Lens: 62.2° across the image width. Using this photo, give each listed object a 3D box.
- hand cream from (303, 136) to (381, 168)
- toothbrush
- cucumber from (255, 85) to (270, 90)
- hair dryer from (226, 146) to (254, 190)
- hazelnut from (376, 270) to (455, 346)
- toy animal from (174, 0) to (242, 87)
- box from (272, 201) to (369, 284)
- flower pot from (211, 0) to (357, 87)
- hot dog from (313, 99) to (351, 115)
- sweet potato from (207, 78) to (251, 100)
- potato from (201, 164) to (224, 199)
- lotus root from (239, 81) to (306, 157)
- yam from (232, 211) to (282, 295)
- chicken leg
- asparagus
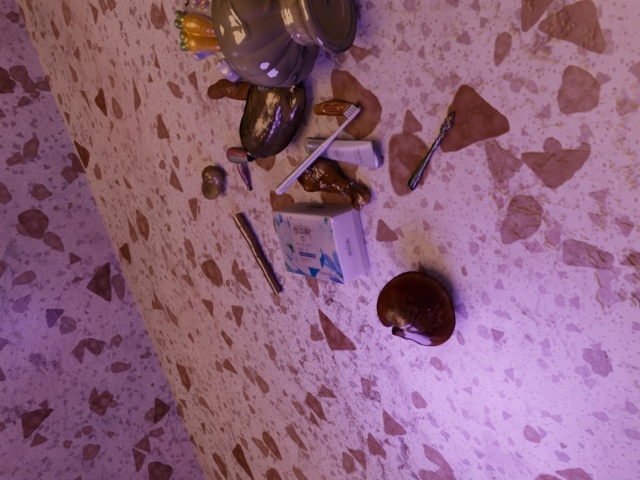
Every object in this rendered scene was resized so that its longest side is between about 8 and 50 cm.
[{"bbox_3d":[0.056,-0.241,1.412,0.255,0.048,0.079,19,147,44],"label":"hand cream"},{"bbox_3d":[-0.013,-0.236,1.412,0.030,0.025,0.342,38,121,-13],"label":"toothbrush"},{"bbox_3d":[-0.148,-0.514,1.365,0.044,0.043,0.257,-177,86,-87],"label":"cucumber"},{"bbox_3d":[-0.257,-0.241,1.805,0.106,0.054,0.154,18,134,39],"label":"hair dryer"},{"bbox_3d":[0.244,0.177,1.324,0.204,0.178,0.178,47,143,-3],"label":"hazelnut"},{"bbox_3d":[-0.263,-0.597,1.454,0.183,0.247,0.310,-33,100,36],"label":"toy animal"},{"bbox_3d":[-0.002,0.001,1.567,0.274,0.116,0.203,9,116,48],"label":"box"},{"bbox_3d":[-0.071,-0.520,1.225,0.244,0.307,0.307,-3,109,34],"label":"flower pot"},{"bbox_3d":[0.030,-0.350,1.401,0.137,0.028,0.044,17,116,46],"label":"hot dog"},{"bbox_3d":[-0.265,-0.472,1.657,0.281,0.059,0.067,17,136,46],"label":"sweet potato"},{"bbox_3d":[-0.401,-0.215,1.961,0.091,0.070,0.138,43,140,24],"label":"potato"},{"bbox_3d":[-0.138,-0.353,1.498,0.160,0.152,0.275,52,133,21],"label":"lotus root"},{"bbox_3d":[-0.226,0.048,1.928,0.045,0.045,0.327,-30,88,22],"label":"yam"},{"bbox_3d":[0.037,-0.157,1.468,0.251,0.087,0.107,31,141,28],"label":"chicken leg"},{"bbox_3d":[0.253,-0.202,1.224,0.022,0.023,0.233,15,137,-10],"label":"asparagus"}]
